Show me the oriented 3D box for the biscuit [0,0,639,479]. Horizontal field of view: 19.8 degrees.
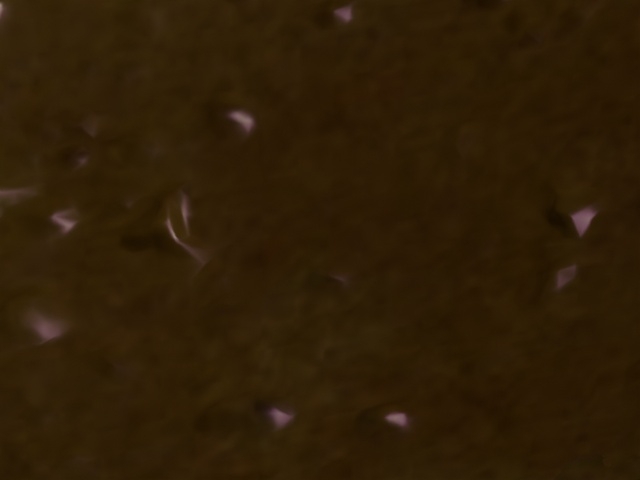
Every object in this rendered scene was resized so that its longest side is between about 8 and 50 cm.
[{"bbox_3d":[0.000,0.000,0.549,0.394,0.076,0.368,-9,127,-12],"label":"biscuit"}]
